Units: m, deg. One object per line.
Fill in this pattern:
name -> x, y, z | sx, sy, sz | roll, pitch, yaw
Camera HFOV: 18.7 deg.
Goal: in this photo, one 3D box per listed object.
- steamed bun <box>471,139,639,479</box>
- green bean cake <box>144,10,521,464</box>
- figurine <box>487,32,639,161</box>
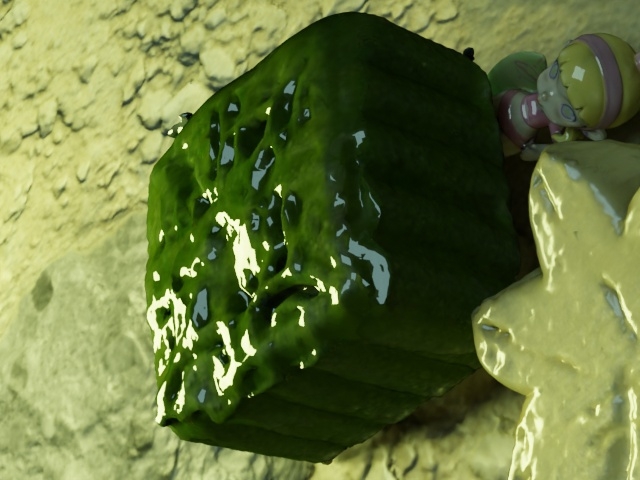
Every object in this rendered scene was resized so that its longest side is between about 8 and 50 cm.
steamed bun -> 0.221, 0.065, 1.085 | 0.292, 0.137, 0.295 | 54, 133, 25
green bean cake -> 0.000, 0.000, 1.290 | 0.250, 0.156, 0.247 | -37, 47, 44
figurine -> 0.154, -0.090, 1.295 | 0.187, 0.083, 0.083 | -29, 51, 49
